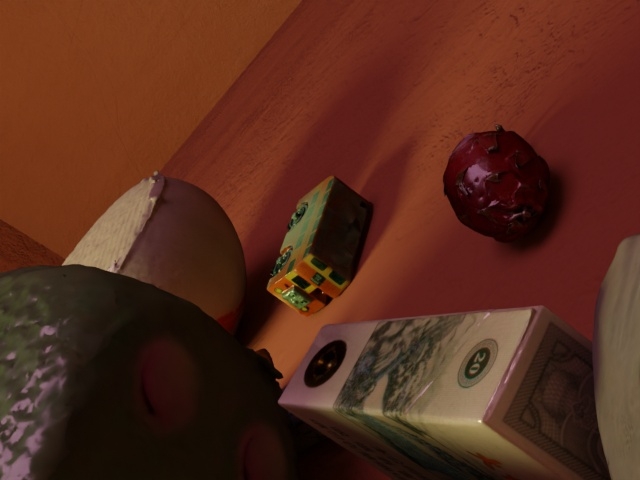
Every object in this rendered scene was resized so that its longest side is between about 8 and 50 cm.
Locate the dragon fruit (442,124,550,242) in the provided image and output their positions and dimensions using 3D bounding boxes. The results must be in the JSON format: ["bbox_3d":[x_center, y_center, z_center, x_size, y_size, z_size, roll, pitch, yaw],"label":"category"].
[{"bbox_3d":[0.156,-0.065,0.924,0.094,0.094,0.190,-48,14,24],"label":"dragon fruit"}]

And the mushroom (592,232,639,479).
[{"bbox_3d":[0.174,0.127,0.388,0.159,0.122,0.328,82,-167,-67],"label":"mushroom"}]

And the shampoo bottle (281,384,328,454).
[{"bbox_3d":[-0.009,0.163,0.980,0.214,0.072,0.072,-39,24,45],"label":"shampoo bottle"}]

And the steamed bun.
[{"bbox_3d":[-0.245,0.103,1.436,0.374,0.241,0.374,-44,19,19],"label":"steamed bun"}]

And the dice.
[{"bbox_3d":[-0.221,0.233,0.861,0.318,0.330,0.322,-12,48,31],"label":"dice"}]

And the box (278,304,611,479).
[{"bbox_3d":[0.099,0.116,0.603,0.069,0.164,0.256,-60,17,-18],"label":"box"}]

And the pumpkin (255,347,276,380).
[{"bbox_3d":[-0.167,0.280,1.149,0.290,0.095,0.258,-33,24,45],"label":"pumpkin"}]

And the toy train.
[{"bbox_3d":[0.000,0.000,1.250,0.099,0.072,0.188,-40,23,44],"label":"toy train"}]
